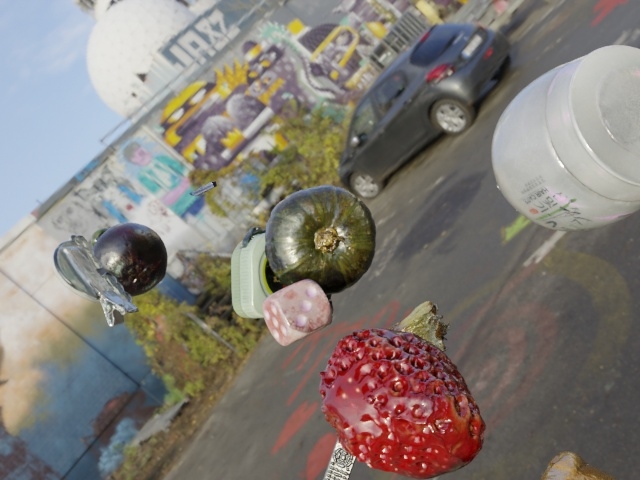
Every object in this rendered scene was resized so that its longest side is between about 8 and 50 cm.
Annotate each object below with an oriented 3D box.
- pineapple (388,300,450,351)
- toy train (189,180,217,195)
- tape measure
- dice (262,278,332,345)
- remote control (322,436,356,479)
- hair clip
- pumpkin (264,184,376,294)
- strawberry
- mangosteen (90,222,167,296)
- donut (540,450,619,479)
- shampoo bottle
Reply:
[{"bbox_3d":[0.279,0.290,1.947,0.114,0.186,0.236,-28,-51,-86],"label":"pineapple"},{"bbox_3d":[-0.289,-0.125,1.642,0.083,0.017,0.017,-21,8,33],"label":"toy train"},{"bbox_3d":[-0.082,0.073,1.471,0.235,0.207,0.115,3,-11,-39],"label":"tape measure"},{"bbox_3d":[-0.041,0.125,1.165,0.093,0.091,0.094,-22,-8,-27],"label":"dice"},{"bbox_3d":[0.067,0.502,1.637,0.245,0.063,0.025,-70,-16,3],"label":"remote control"},{"bbox_3d":[-0.437,0.070,1.284,0.054,0.220,0.140,-46,-12,17],"label":"hair clip"},{"bbox_3d":[0.000,0.000,1.303,0.223,0.224,0.157,-50,9,-13],"label":"pumpkin"},{"bbox_3d":[0.179,0.314,1.293,0.295,0.317,0.345,-29,8,-29],"label":"strawberry"},{"bbox_3d":[-0.533,0.049,1.855,0.216,0.216,0.216,-48,6,7],"label":"mangosteen"},{"bbox_3d":[0.462,0.567,1.261,0.317,0.150,0.299,-64,-32,-12],"label":"donut"},{"bbox_3d":[0.437,-0.158,1.096,0.273,0.273,0.266,-50,2,-19],"label":"shampoo bottle"}]
